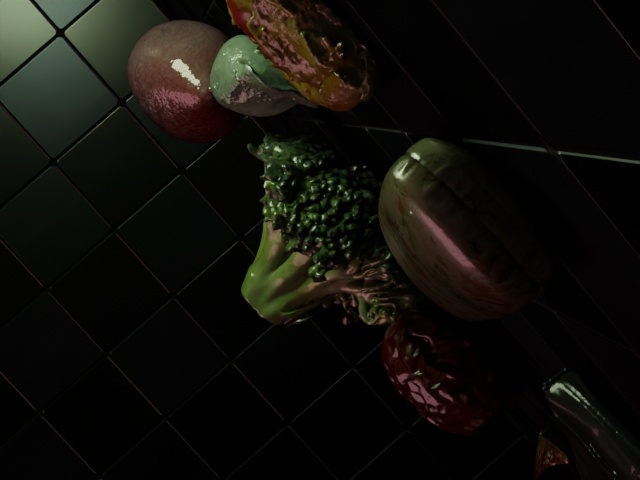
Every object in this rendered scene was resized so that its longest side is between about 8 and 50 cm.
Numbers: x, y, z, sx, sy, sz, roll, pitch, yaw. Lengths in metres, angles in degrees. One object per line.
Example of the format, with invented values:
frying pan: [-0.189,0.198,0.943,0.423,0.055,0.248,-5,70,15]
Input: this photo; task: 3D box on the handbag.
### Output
handbag: [0.372,0.286,1.516,0.247,0.080,0.223,47,177,41]

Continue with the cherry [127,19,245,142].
cherry: [-0.218,-0.289,2.232,0.239,0.206,0.239,24,141,21]

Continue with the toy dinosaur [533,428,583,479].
toy dinosaur: [0.419,0.377,1.799,0.113,0.206,0.327,-21,109,41]

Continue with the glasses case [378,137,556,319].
glasses case: [0.122,-0.001,1.143,0.156,0.098,0.425,46,178,4]

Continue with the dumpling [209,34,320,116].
dumpling: [-0.092,-0.217,1.789,0.153,0.108,0.219,50,-179,-19]

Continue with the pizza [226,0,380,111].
pizza: [-0.069,-0.239,1.170,0.288,0.075,0.280,49,178,-14]

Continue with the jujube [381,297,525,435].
jujube: [0.217,0.211,2.109,0.232,0.213,0.213,50,179,14]

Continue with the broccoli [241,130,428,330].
broccoli: [0.018,-0.015,1.836,0.334,0.272,0.324,42,-139,-22]
